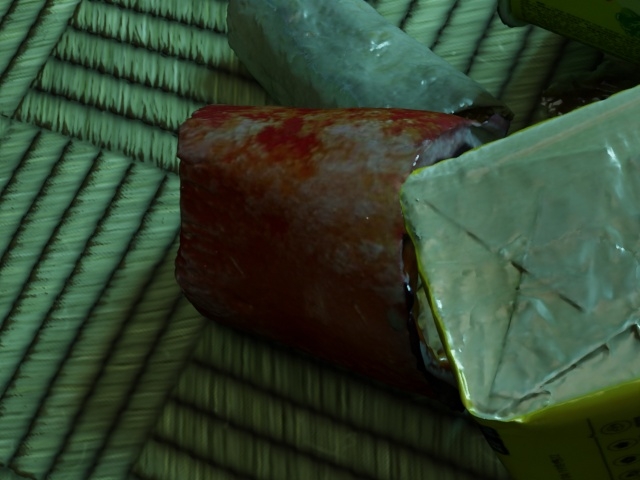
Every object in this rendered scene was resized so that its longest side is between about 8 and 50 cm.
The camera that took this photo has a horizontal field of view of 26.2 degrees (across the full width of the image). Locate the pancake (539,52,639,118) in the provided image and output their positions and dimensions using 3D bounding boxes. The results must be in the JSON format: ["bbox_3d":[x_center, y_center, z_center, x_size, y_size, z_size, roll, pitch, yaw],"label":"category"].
[{"bbox_3d":[0.327,-0.132,1.251,0.257,0.056,0.212,-6,63,16],"label":"pancake"}]

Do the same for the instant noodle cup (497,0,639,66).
[{"bbox_3d":[0.320,-0.265,1.138,0.221,0.311,0.311,32,78,15],"label":"instant noodle cup"}]

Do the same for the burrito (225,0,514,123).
[{"bbox_3d":[0.034,-0.158,1.335,0.143,0.105,0.299,-42,59,-8],"label":"burrito"}]

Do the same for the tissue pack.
[{"bbox_3d":[0.253,0.066,0.999,0.293,0.382,0.228,-21,58,8],"label":"tissue pack"}]

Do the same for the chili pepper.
[{"bbox_3d":[0.000,0.000,1.186,0.305,0.251,0.229,8,64,23],"label":"chili pepper"}]
